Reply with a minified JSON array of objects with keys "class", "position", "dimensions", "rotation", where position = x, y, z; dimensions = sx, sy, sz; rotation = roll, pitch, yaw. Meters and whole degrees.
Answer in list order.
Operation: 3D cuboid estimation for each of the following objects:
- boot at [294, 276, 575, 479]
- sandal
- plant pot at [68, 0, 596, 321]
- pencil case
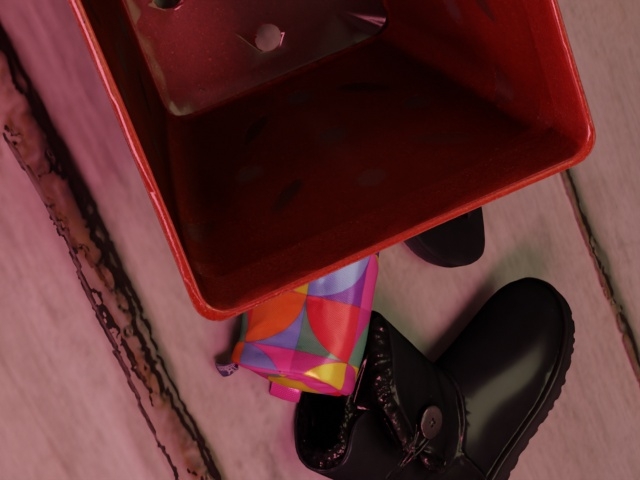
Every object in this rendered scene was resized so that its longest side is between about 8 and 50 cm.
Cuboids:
[{"class":"boot","position":[0.093,0.103,1.406],"dimensions":[0.207,0.094,0.246],"rotation":[42,70,-45]},{"class":"sandal","position":[0.091,-0.094,1.416],"dimensions":[0.097,0.054,0.254],"rotation":[-29,114,-42]},{"class":"plant pot","position":[-0.024,-0.151,1.117],"dimensions":[0.267,0.236,0.267],"rotation":[-24,114,-8]},{"class":"pencil case","position":[0.000,0.000,1.300],"dimensions":[0.104,0.104,0.236],"rotation":[21,80,-46]}]
